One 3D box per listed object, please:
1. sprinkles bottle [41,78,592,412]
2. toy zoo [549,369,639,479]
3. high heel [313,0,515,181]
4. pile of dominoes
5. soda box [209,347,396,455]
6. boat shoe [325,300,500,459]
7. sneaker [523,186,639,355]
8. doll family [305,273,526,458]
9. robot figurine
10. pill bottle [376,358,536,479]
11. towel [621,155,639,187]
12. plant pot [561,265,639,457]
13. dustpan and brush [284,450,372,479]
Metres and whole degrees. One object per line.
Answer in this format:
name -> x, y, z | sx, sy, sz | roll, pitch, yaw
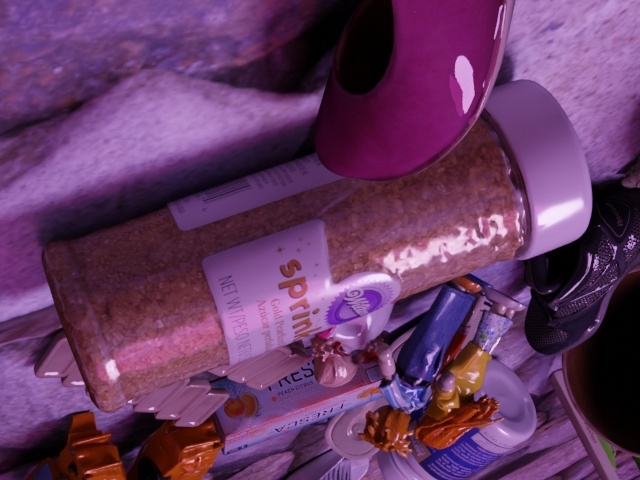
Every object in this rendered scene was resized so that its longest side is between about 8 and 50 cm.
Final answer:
sprinkles bottle -> 0.000, 0.000, 0.832 | 0.355, 0.121, 0.121 | -20, 156, -11
toy zoo -> 0.485, 0.217, 1.681 | 0.293, 0.192, 0.030 | -20, 157, -13
high heel -> 0.027, -0.154, 0.604 | 0.181, 0.127, 0.377 | 17, 146, -16
pile of dominoes -> -0.106, 0.073, 1.020 | 0.196, 0.040, 0.251 | -32, 148, 17
soda box -> -0.019, 0.145, 1.202 | 0.183, 0.058, 0.063 | -18, 156, -15
boat shoe -> 0.094, 0.133, 1.294 | 0.233, 0.084, 0.079 | -43, -170, 23
sneaker -> 0.225, 0.040, 1.187 | 0.130, 0.087, 0.227 | -11, 150, -26
doll family -> 0.097, 0.107, 1.076 | 0.263, 0.118, 0.163 | 22, 97, -58
robot figurine -> -0.215, 0.256, 1.214 | 0.211, 0.085, 0.291 | -7, 151, -35
pill bottle -> 0.158, 0.232, 1.493 | 0.112, 0.112, 0.187 | 2, 145, -47
towel -> 0.342, -0.093, 1.089 | 0.110, 0.027, 0.148 | -11, 153, -31
plant pot -> 0.410, 0.129, 1.443 | 0.215, 0.215, 0.230 | -33, 170, 19
dustpan and brush -> -0.026, 0.342, 1.610 | 0.211, 0.060, 0.147 | -26, 157, 2
